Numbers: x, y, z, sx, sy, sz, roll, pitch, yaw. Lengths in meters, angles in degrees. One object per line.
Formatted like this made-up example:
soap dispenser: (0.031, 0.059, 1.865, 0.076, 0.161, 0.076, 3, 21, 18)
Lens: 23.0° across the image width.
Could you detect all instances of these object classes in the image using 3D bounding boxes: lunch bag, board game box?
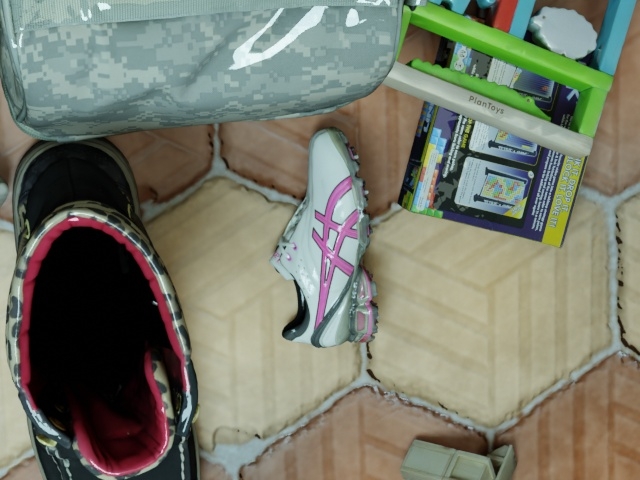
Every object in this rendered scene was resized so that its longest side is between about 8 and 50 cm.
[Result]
lunch bag: (-0.092, -0.181, 1.150, 0.305, 0.256, 0.213, -6, 102, -10)
board game box: (0.155, -0.093, 1.320, 0.141, 0.048, 0.170, 14, 97, -14)

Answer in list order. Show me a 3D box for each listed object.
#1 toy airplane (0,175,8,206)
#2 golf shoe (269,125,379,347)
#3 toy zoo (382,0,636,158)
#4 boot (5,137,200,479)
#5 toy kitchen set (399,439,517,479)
toy airplane: (-0.397, 0.044, 1.072, 0.386, 0.384, 0.272, -23, 94, -7)
golf shoe: (0.000, 0.000, 1.298, 0.086, 0.067, 0.186, -6, 102, -8)
toy zoo: (0.170, -0.235, 1.274, 0.192, 0.030, 0.293, 19, 81, -12)
boot: (-0.157, 0.117, 1.178, 0.138, 0.284, 0.377, -7, 101, -9)
toy kitchen set: (0.125, 0.205, 1.384, 0.068, 0.075, 0.083, -60, 147, -32)
